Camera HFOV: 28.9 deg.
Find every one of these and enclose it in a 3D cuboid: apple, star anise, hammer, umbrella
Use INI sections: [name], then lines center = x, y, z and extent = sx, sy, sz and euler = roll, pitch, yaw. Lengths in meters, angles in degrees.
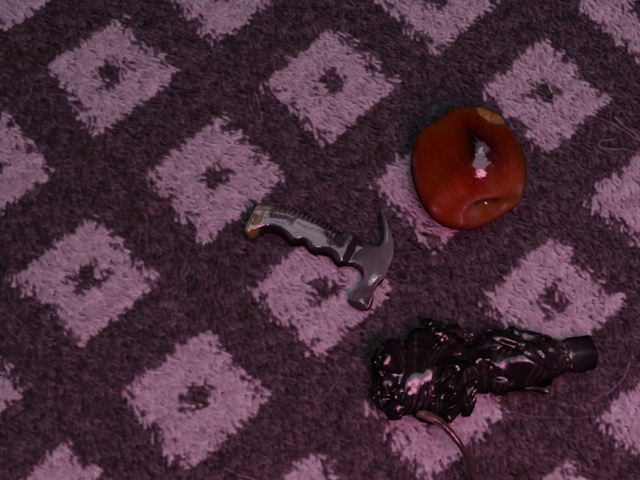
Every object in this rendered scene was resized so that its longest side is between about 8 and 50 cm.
[apple]
center = 0.223, -0.115, 1.881
extent = 0.199, 0.199, 0.199
euler = 1, 68, -2
[star anise]
center = 0.199, 0.377, 1.724
extent = 0.148, 0.218, 0.227
euler = -27, 46, 25
[hammer]
center = 0.000, 0.000, 1.892
extent = 0.226, 0.041, 0.159
euler = 20, 69, 6
[umbrella]
center = 0.241, 0.193, 1.783
extent = 0.337, 0.128, 0.154
euler = 4, 66, -4
